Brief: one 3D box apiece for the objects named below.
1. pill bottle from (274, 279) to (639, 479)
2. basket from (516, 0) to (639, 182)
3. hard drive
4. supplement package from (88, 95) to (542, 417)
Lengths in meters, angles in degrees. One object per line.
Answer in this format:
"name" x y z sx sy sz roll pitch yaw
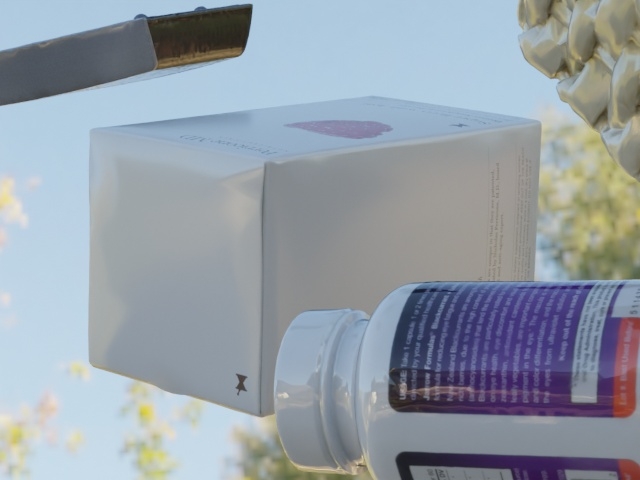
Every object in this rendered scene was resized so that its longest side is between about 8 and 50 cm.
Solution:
"pill bottle" 0.082 0.072 0.903 0.193 0.108 0.108 -1 -17 24
"basket" 0.281 -0.126 0.737 0.266 0.328 0.331 -22 -31 -22
"hard drive" -0.200 -0.163 1.737 0.254 0.054 0.172 -8 6 36
"supplement package" 0.000 0.000 1.381 0.177 0.175 0.293 12 16 41
